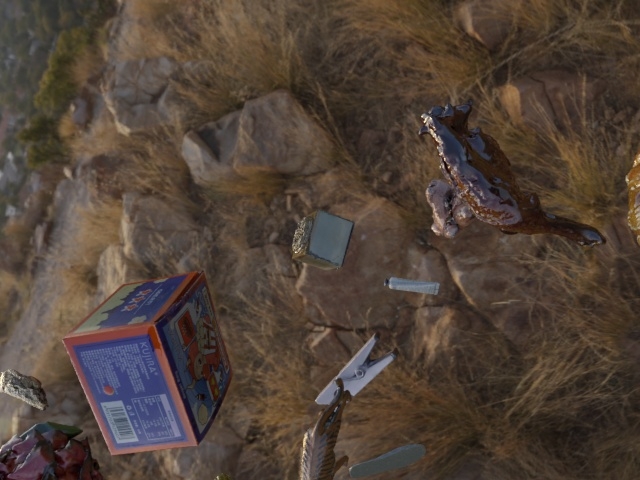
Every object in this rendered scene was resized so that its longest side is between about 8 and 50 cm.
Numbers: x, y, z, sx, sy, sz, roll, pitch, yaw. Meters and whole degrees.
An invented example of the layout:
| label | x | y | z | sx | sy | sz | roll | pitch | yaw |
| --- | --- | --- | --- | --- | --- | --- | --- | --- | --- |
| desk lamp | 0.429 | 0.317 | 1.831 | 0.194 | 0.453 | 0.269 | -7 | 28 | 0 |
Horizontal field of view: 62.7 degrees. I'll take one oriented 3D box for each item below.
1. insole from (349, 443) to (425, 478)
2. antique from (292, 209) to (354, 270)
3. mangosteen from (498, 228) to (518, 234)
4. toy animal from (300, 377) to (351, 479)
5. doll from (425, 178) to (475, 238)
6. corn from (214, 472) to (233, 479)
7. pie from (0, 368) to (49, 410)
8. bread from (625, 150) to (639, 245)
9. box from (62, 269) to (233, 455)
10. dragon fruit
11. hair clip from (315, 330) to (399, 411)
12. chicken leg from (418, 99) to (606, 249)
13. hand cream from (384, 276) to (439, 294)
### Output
| label | x | y | z | sx | sy | sz | roll | pitch | yaw |
| --- | --- | --- | --- | --- | --- | --- | --- | --- | --- |
| insole | 0.162 | 0.530 | 1.257 | 0.010 | 0.192 | 0.063 | -113 | 10 | -63 |
| antique | 0.000 | 0.000 | 1.572 | 0.152 | 0.148 | 0.146 | 157 | 132 | -70 |
| mangosteen | 0.501 | -0.053 | 1.387 | 0.081 | 0.081 | 0.081 | -7 | 79 | 42 |
| toy animal | 0.004 | 0.318 | 0.770 | 0.057 | 0.099 | 0.241 | 14 | 106 | 18 |
| doll | 0.360 | -0.112 | 1.417 | 0.156 | 0.303 | 0.201 | 31 | 92 | 7 |
| corn | -0.221 | 0.640 | 1.194 | 0.320 | 0.097 | 0.097 | -148 | 71 | -79 |
| pie | -0.714 | 0.352 | 1.256 | 0.170 | 0.034 | 0.092 | 13 | 114 | 22 |
| bread | 0.415 | -0.065 | 0.615 | 0.105 | 0.076 | 0.233 | 31 | 69 | 12 |
| box | -0.420 | 0.308 | 1.372 | 0.257 | 0.318 | 0.348 | -10 | 107 | 11 |
| dragon fruit | -0.456 | 0.450 | 0.847 | 0.234 | 0.234 | 0.293 | -45 | 53 | 28 |
| hair clip | 0.118 | 0.452 | 1.763 | 0.101 | 0.085 | 0.331 | 42 | 106 | 3 |
| chicken leg | 0.328 | -0.085 | 0.924 | 0.158 | 0.407 | 0.096 | -57 | 6 | -30 |
| hand cream | 0.330 | 0.162 | 1.903 | 0.042 | 0.194 | 0.067 | -76 | -10 | -47 |
